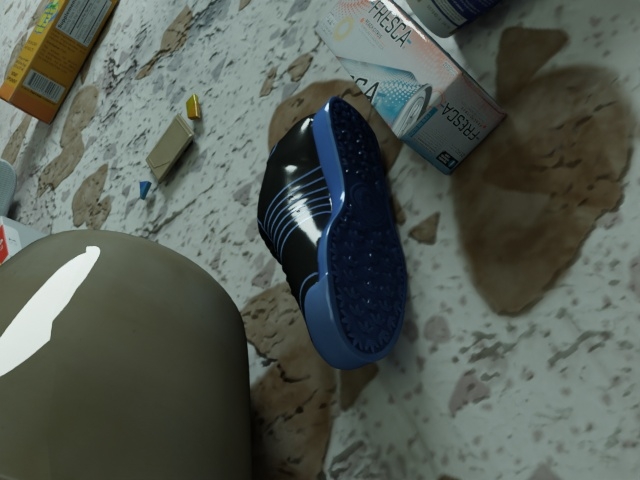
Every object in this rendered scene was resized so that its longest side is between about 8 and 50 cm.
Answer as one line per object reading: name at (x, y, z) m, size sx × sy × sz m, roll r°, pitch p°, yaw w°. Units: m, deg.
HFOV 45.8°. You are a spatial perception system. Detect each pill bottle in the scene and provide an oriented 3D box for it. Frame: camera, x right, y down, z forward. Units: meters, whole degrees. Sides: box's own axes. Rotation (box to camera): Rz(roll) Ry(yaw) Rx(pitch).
pill bottle at (0.120, -0.205, 0.544) m, size 0.120 × 0.067 × 0.067 m, roll -30°, pitch 48°, yaw 33°

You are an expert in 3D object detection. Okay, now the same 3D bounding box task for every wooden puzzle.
wooden puzzle at (-0.165, -0.103, 0.840) m, size 0.116 × 0.014 × 0.078 m, roll -48°, pitch 36°, yaw 15°

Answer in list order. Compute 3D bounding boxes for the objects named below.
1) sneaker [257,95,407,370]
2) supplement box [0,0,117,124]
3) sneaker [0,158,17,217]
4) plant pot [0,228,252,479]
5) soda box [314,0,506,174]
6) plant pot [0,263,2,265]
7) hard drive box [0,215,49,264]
sneaker at (0.000, 0.000, 0.548) m, size 0.090 × 0.081 × 0.232 m, roll -35°, pitch 38°, yaw 33°
supplement box at (-0.407, -0.303, 1.177) m, size 0.078 × 0.080 × 0.233 m, roll 27°, pitch 86°, yaw 49°
sneaker at (-0.511, 0.005, 1.110) m, size 0.091 × 0.094 × 0.258 m, roll -27°, pitch 43°, yaw 59°
plant pot at (-0.168, 0.155, 0.491) m, size 0.323 × 0.323 × 0.280 m, roll -30°, pitch 31°, yaw 33°
soda box at (0.061, -0.131, 0.572) m, size 0.063 × 0.058 × 0.183 m, roll -47°, pitch 40°, yaw 17°
plant pot at (-0.367, 0.154, 0.621) m, size 0.254 × 0.254 × 0.239 m, roll -29°, pitch 32°, yaw 33°
hard drive box at (-0.383, 0.119, 0.883) m, size 0.232 × 0.089 × 0.181 m, roll -52°, pitch 40°, yaw 11°
